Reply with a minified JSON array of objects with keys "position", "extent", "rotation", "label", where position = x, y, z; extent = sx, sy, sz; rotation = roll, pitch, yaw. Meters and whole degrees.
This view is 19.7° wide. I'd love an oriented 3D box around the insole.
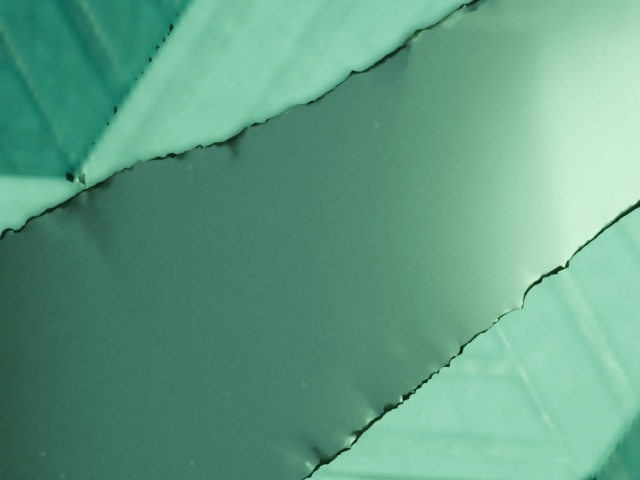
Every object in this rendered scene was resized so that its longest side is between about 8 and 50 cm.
[{"position":[0.000,0.000,0.533],"extent":[0.309,0.012,0.110],"rotation":[-35,88,6],"label":"insole"}]
